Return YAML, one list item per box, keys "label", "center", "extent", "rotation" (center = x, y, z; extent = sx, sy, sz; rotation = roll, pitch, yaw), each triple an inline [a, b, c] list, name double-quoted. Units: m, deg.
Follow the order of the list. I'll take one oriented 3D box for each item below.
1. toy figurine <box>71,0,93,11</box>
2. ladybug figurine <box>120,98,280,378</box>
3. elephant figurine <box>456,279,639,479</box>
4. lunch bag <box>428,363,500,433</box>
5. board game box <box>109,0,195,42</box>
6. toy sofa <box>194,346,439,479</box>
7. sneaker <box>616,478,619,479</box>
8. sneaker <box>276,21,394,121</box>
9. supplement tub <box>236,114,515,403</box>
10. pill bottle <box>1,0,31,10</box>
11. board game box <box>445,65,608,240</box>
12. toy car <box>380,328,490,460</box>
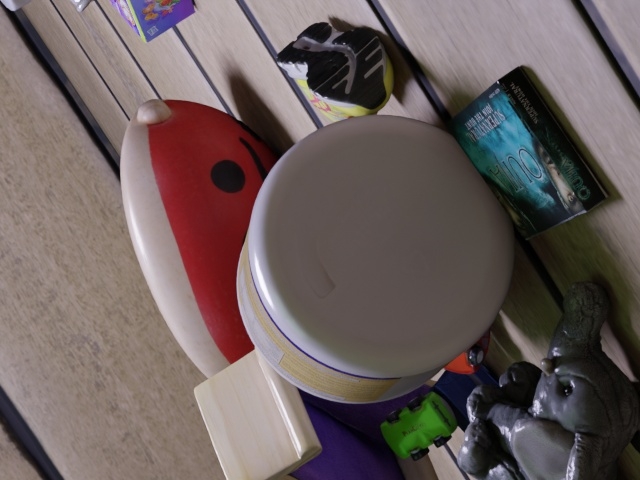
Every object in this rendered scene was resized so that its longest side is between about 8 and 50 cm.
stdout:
- label: "toy figurine"
  center: [-0.243, -0.359, 1.938]
  extent: [0.148, 0.213, 0.209]
  rotation: [42, 174, -6]
- label: "ladybug figurine"
  center: [-0.111, 0.001, 2.414]
  extent: [0.305, 0.162, 0.449]
  rotation: [-75, -34, -47]
- label: "elephant figurine"
  center: [0.231, 0.167, 1.666]
  extent: [0.186, 0.169, 0.239]
  rotation: [29, 156, -11]
- label: "lunch bag"
  center: [0.174, 0.176, 2.123]
  extent: [0.098, 0.065, 0.067]
  rotation: [47, 166, 6]
- label: "board game box"
  center: [-0.280, -0.430, 2.241]
  extent: [0.233, 0.078, 0.347]
  rotation: [49, 167, 32]
- label: "toy sofa"
  center: [0.032, 0.231, 2.156]
  extent: [0.362, 0.177, 0.150]
  rotation: [34, -152, -55]
- label: "sneaker"
  center: [0.223, 0.232, 1.888]
  extent: [0.125, 0.104, 0.262]
  rotation: [11, 139, 45]
- label: "sneaker"
  center: [0.032, -0.147, 1.770]
  extent: [0.094, 0.081, 0.208]
  rotation: [52, 178, -23]
- label: "supplement tub"
  center: [0.043, 0.030, 1.786]
  extent: [0.241, 0.241, 0.331]
  rotation: [54, 169, 6]
- label: "pill bottle"
  center: [-0.189, -0.320, 1.652]
  extent: [0.152, 0.272, 0.152]
  rotation: [52, 169, 14]
- label: "board game box"
  center: [0.166, -0.067, 1.530]
  extent: [0.126, 0.026, 0.186]
  rotation: [56, 169, 1]
- label: "toy car"
  center: [0.151, 0.176, 2.041]
  extent: [0.239, 0.053, 0.225]
  rotation: [55, 136, 0]
